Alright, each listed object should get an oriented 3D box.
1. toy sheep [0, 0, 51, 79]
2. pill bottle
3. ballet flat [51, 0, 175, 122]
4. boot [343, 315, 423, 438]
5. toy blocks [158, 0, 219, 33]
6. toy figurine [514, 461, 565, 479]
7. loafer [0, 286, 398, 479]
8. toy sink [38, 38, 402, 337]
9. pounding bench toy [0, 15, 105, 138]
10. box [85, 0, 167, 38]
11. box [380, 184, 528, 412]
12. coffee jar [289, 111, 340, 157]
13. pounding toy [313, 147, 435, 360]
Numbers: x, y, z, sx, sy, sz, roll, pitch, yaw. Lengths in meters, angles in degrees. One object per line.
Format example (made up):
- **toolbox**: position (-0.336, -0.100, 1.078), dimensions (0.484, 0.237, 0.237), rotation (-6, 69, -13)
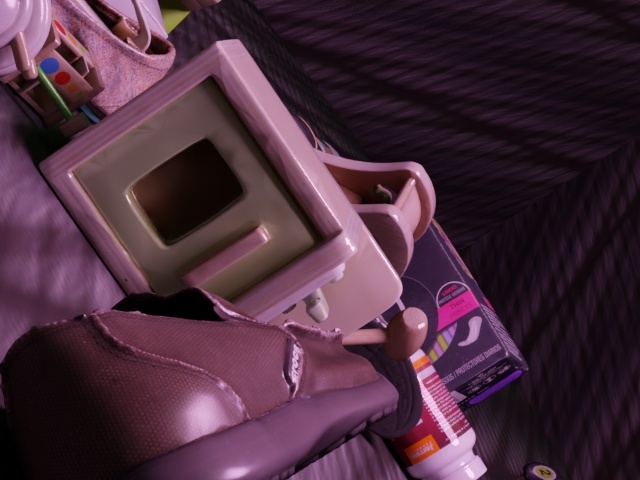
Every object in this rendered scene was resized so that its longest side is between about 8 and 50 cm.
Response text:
- **toy sheep**: position (-0.211, -0.143, 0.797), dimensions (0.091, 0.091, 0.132), rotation (55, -10, -9)
- **pill bottle**: position (0.112, 0.200, 1.367), dimensions (0.152, 0.086, 0.086), rotation (57, 8, 7)
- **ballet flat**: position (-0.219, -0.222, 0.972), dimensions (0.316, 0.106, 0.107), rotation (48, 13, -45)
- **boot**: position (0.025, 0.082, 1.325), dimensions (0.236, 0.085, 0.178), rotation (55, 6, -8)
- **toy blocks**: position (-0.194, -0.350, 1.241), dimensions (0.261, 0.191, 0.381), rotation (47, -11, -19)
- **toy figurine**: position (0.228, 0.340, 1.281), dimensions (0.213, 0.148, 0.209), rotation (60, 8, 23)
- **loafer**: position (-0.054, 0.075, 0.686), dimensions (0.130, 0.134, 0.366), rotation (58, 8, 8)
- **toy sink**: position (-0.062, -0.005, 0.902), dimensions (0.234, 0.153, 0.131), rotation (57, 8, -7)
- **pounding bench toy**: position (-0.195, -0.119, 0.905), dimensions (0.065, 0.052, 0.083), rotation (48, 12, -46)
- **box**: position (-0.200, -0.210, 1.108), dimensions (0.102, 0.087, 0.101), rotation (51, 10, -34)
- **box**: position (0.104, 0.077, 1.517), dimensions (0.270, 0.165, 0.143), rotation (59, 9, 22)
- **coffee jar**: position (-0.036, -0.103, 1.648), dimensions (0.079, 0.096, 0.184), rotation (56, 8, 18)
- **pounding toy**: position (0.000, 0.000, 1.126), dimensions (0.269, 0.154, 0.155), rotation (34, 46, -3)
